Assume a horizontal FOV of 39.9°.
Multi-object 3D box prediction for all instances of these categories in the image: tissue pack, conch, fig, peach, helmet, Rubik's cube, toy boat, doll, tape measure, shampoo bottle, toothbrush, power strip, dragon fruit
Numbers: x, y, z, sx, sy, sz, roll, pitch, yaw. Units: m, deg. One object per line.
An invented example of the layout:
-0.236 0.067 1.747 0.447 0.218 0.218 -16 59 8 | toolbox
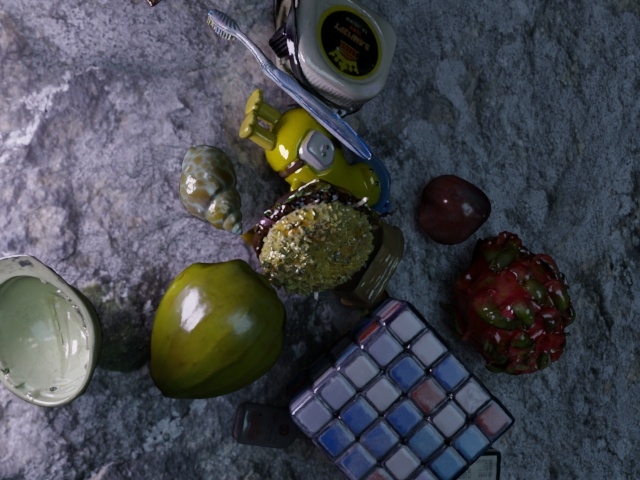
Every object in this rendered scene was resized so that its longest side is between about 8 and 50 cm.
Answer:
0.293 0.485 1.863 0.170 0.090 0.103 6 86 -25 | tissue pack
-0.202 -0.101 1.623 0.116 0.106 0.173 28 62 -42 | conch
-0.189 0.164 1.547 0.271 0.239 0.239 -47 109 -10 | fig
0.286 -0.060 1.842 0.152 0.152 0.152 1 89 -27 | peach
-0.450 0.139 1.473 0.204 0.137 0.258 -25 93 14 | helmet
0.132 0.299 1.613 0.287 0.292 0.293 -42 90 -3 | Rubik's cube
0.097 0.041 1.756 0.061 0.116 0.188 37 73 -28 | toy boat
-0.001 -0.145 1.698 0.363 0.145 0.199 31 56 -27 | doll
-0.002 -0.371 1.707 0.271 0.133 0.231 31 63 -26 | tape measure
-0.084 0.362 1.704 0.165 0.040 0.080 14 81 -25 | shampoo bottle
-0.057 -0.289 1.636 0.413 0.042 0.035 42 59 7 | toothbrush
0.002 0.081 1.766 0.027 0.017 0.083 -1 91 -28 | power strip
0.401 0.134 1.849 0.231 0.237 0.303 18 61 -35 | dragon fruit

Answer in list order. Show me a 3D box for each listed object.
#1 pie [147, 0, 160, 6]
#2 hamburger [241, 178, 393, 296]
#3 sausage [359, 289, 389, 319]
-0.320 -0.532 1.610 0.088 0.033 0.191 -35 104 -27 | pie
0.000 0.000 1.627 0.261 0.139 0.243 -44 138 22 | hamburger
0.124 0.250 1.791 0.082 0.082 0.372 -7 91 -27 | sausage
